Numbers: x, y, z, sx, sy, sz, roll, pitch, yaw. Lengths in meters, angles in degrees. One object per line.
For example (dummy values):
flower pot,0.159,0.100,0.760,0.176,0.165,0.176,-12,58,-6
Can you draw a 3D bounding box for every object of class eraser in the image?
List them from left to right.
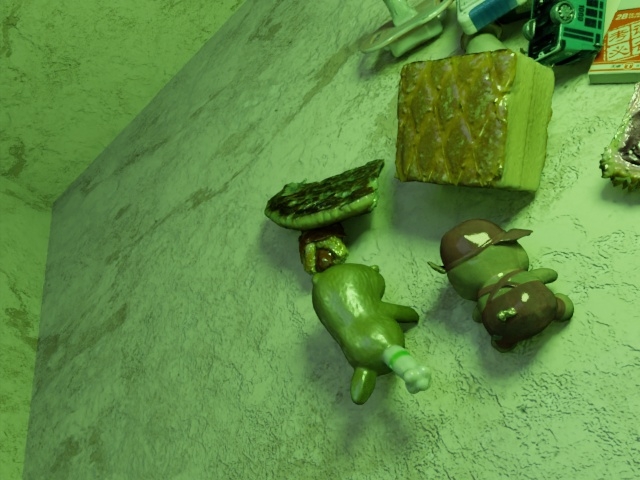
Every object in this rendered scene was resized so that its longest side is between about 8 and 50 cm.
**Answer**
eraser,0.698,-0.441,1.061,0.157,0.038,0.230,17,75,46

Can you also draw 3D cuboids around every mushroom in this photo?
mushroom,0.428,-0.438,1.240,0.128,0.128,0.350,-24,45,28

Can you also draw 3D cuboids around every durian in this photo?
durian,0.665,-0.226,0.901,0.191,0.112,0.341,27,90,38

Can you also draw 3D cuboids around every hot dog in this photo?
hot dog,0.000,0.000,1.330,0.146,0.103,0.213,-39,40,18

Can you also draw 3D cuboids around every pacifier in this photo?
pacifier,0.252,-0.683,1.495,0.332,0.273,0.220,-21,67,31

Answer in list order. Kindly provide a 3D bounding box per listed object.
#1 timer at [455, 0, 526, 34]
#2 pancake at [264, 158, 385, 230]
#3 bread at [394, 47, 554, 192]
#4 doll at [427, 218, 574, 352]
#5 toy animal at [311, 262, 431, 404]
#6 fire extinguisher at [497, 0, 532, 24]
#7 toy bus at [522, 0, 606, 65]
timer,0.432,-0.656,1.277,0.178,0.078,0.253,-23,42,33
pancake,0.002,-0.116,1.377,0.427,0.066,0.305,-10,27,36
bread,0.325,-0.246,1.075,0.279,0.207,0.278,8,99,48
doll,0.341,0.070,0.950,0.196,0.152,0.255,-21,60,-12
toy animal,0.110,0.206,1.054,0.181,0.180,0.363,-47,49,17
fire extinguisher,0.536,-0.630,1.294,0.295,0.093,0.118,-1,104,42
toy bus,0.553,-0.525,1.107,0.128,0.147,0.255,-171,85,-78
